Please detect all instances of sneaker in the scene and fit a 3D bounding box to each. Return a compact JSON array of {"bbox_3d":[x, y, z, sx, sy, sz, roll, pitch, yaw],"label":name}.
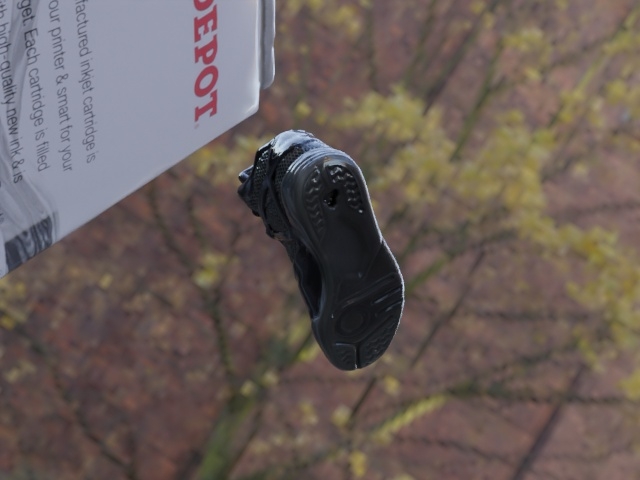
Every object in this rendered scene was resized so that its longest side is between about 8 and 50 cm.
[{"bbox_3d":[0.000,0.000,1.675,0.130,0.087,0.227,46,-20,52],"label":"sneaker"}]

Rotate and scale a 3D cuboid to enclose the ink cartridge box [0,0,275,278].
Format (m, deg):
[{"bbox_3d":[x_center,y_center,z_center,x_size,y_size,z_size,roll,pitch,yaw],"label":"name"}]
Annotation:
[{"bbox_3d":[-0.219,-0.107,0.966,0.166,0.395,0.285,40,-31,26],"label":"ink cartridge box"}]
